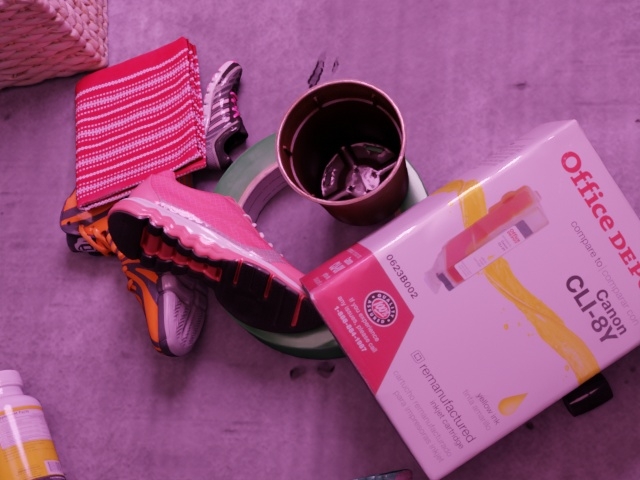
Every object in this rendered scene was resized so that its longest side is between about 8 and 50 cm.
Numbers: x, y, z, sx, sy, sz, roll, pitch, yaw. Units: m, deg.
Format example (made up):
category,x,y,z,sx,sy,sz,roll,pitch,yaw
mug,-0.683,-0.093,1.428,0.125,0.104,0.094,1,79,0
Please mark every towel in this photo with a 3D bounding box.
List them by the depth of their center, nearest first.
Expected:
category,x,y,z,sx,sy,sz,roll,pitch,yaw
towel,-0.262,-0.171,1.928,0.199,0.031,0.275,-20,45,9

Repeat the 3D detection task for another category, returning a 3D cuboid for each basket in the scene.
category,x,y,z,sx,sy,sz,roll,pitch,yaw
basket,-0.497,-0.387,1.953,0.331,0.328,0.266,-10,76,9

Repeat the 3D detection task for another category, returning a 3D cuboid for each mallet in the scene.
category,x,y,z,sx,sy,sz,roll,pitch,yaw
mallet,0.303,0.144,1.768,0.062,0.039,0.189,-35,65,-3

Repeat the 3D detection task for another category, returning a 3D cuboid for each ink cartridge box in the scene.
category,x,y,z,sx,sy,sz,roll,pitch,yaw
ink cartridge box,0.211,0.065,1.656,0.385,0.160,0.279,-33,95,-3

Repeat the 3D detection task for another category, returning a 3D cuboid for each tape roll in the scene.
category,x,y,z,sx,sy,sz,roll,pitch,yaw
tape roll,0.000,0.000,1.854,0.321,0.077,0.321,-3,73,11

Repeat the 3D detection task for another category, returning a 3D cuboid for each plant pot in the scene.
category,x,y,z,sx,sy,sz,roll,pitch,yaw
plant pot,0.041,-0.101,1.747,0.167,0.165,0.167,-3,74,12

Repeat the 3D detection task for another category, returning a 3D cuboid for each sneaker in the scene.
category,x,y,z,sx,sy,sz,roll,pitch,yaw
sneaker,-0.115,0.002,1.773,0.314,0.116,0.136,29,50,2
sneaker,-0.264,0.025,1.895,0.180,0.124,0.321,-13,61,13
sneaker,-0.133,-0.174,1.946,0.075,0.063,0.170,15,78,11

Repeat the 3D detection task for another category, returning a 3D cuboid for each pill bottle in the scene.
category,x,y,z,sx,sy,sz,roll,pitch,yaw
pill bottle,-0.420,0.276,1.850,0.103,0.103,0.184,-25,70,4

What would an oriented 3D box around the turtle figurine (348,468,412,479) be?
category,x,y,z,sx,sy,sz,roll,pitch,yaw
turtle figurine,0.096,0.409,1.695,0.175,0.118,0.234,-23,74,48
